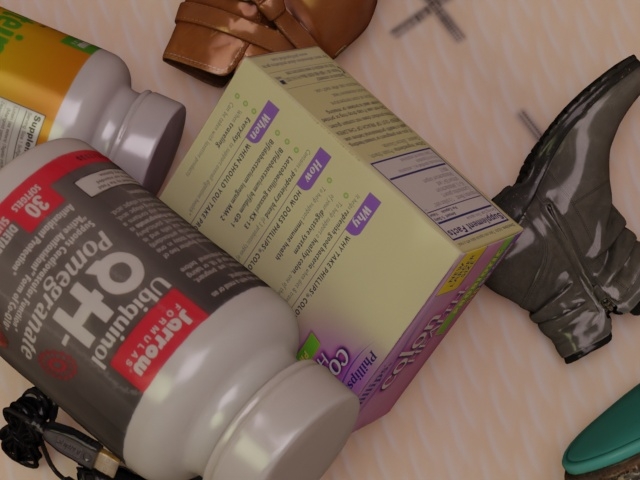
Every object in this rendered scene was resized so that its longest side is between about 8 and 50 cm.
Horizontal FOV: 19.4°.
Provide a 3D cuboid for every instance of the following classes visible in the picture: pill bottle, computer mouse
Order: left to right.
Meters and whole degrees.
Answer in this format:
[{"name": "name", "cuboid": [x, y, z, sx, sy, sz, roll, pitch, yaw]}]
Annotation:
[{"name": "pill bottle", "cuboid": [-0.247, -0.117, 1.612, 0.246, 0.136, 0.136, 23, 80, 5]}, {"name": "computer mouse", "cuboid": [-0.149, 0.204, 1.532, 0.262, 0.184, 0.060, 36, 68, 7]}, {"name": "pill bottle", "cuboid": [-0.129, 0.076, 1.450, 0.318, 0.176, 0.176, 37, 82, 20]}]

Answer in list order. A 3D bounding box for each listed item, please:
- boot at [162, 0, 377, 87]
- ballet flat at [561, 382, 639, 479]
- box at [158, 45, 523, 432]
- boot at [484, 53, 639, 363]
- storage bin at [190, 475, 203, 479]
[{"name": "boot", "cuboid": [-0.086, -0.252, 1.665, 0.283, 0.109, 0.220, 30, 85, -1]}, {"name": "ballet flat", "cuboid": [0.424, 0.092, 1.566, 0.483, 0.164, 0.182, -44, 102, -9]}, {"name": "box", "cuboid": [0.000, 0.000, 1.530, 0.243, 0.117, 0.213, 43, 118, 18]}, {"name": "boot", "cuboid": [0.243, -0.025, 1.627, 0.161, 0.083, 0.246, 39, 87, 1]}, {"name": "storage bin", "cuboid": [-0.085, 0.153, 1.585, 0.180, 0.084, 0.122, 37, 82, 7]}]
